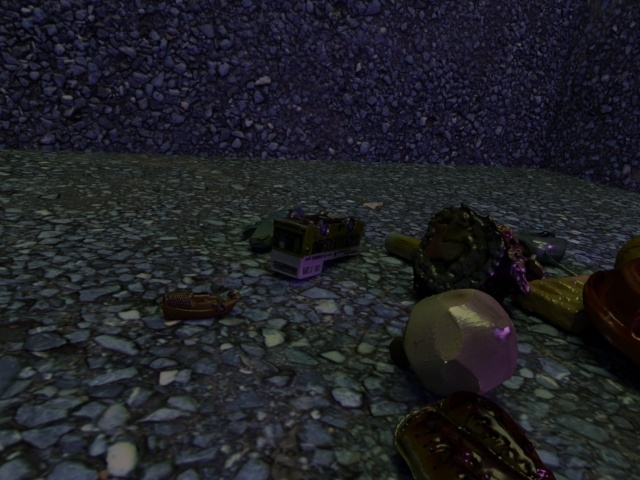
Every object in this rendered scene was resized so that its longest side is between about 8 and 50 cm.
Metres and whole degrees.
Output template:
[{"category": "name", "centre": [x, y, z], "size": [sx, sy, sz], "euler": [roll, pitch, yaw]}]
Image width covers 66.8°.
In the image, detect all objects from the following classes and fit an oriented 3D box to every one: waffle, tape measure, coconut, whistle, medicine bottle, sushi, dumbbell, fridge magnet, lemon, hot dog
[{"category": "waffle", "centre": [0.586, 0.135, 1.093], "size": [0.274, 0.057, 0.168], "euler": [-2, 20, -25]}, {"category": "tape measure", "centre": [0.680, 0.040, 1.371], "size": [0.164, 0.084, 0.330], "euler": [-9, 21, -28]}, {"category": "coconut", "centre": [0.215, 0.155, 0.730], "size": [0.161, 0.160, 0.162], "euler": [-5, -12, -30]}, {"category": "whistle", "centre": [-0.111, -0.033, 1.347], "size": [0.180, 0.093, 0.269], "euler": [7, 23, 24]}, {"category": "medicine bottle", "centre": [0.267, 0.032, 1.282], "size": [0.074, 0.073, 0.218], "euler": [-8, 21, -36]}, {"category": "sushi", "centre": [0.340, 0.047, 1.064], "size": [0.219, 0.225, 0.238], "euler": [7, 55, -44]}, {"category": "dumbbell", "centre": [0.161, 0.174, 0.845], "size": [0.046, 0.052, 0.118], "euler": [3, 15, 31]}, {"category": "fridge magnet", "centre": [0.677, 0.153, 0.891], "size": [0.364, 0.155, 0.363], "euler": [11, 29, -6]}, {"category": "lemon", "centre": [0.825, 0.067, 1.192], "size": [0.193, 0.180, 0.180], "euler": [-24, 28, -17]}, {"category": "hot dog", "centre": [0.188, 0.266, 0.535], "size": [0.163, 0.081, 0.270], "euler": [-2, 21, -18]}]

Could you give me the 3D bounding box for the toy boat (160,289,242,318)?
[{"category": "toy boat", "centre": [-0.220, 0.116, 0.902], "size": [0.149, 0.048, 0.047], "euler": [-1, 19, -22]}]

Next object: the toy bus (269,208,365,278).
[{"category": "toy bus", "centre": [0.000, 0.000, 1.199], "size": [0.113, 0.139, 0.302], "euler": [17, 13, 29]}]
